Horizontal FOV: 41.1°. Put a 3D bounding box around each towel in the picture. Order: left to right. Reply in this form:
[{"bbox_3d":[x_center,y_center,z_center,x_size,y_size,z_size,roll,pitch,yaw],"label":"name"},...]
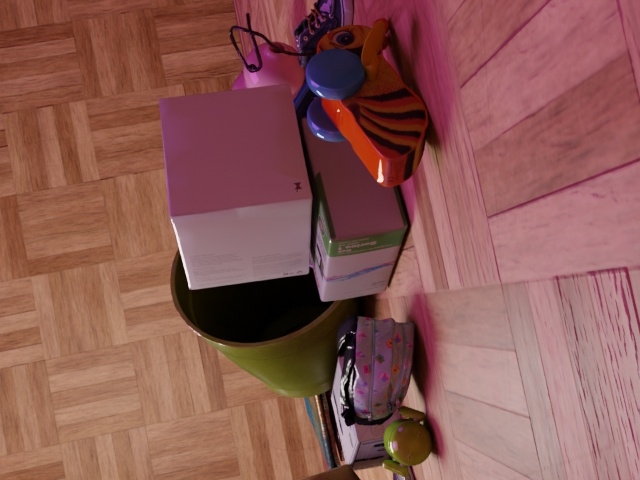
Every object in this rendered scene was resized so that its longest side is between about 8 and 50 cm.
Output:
[{"bbox_3d":[-0.011,0.388,2.130,0.370,0.040,0.272,-135,32,-77],"label":"towel"},{"bbox_3d":[0.156,0.450,1.568,0.152,0.023,0.113,85,174,-51],"label":"towel"}]

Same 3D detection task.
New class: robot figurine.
[{"bbox_3d":[0.135,0.310,1.314,0.115,0.067,0.101,122,169,-82],"label":"robot figurine"}]

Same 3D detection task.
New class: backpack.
[{"bbox_3d":[0.085,0.187,1.306,0.182,0.115,0.152,91,177,-54],"label":"backpack"}]

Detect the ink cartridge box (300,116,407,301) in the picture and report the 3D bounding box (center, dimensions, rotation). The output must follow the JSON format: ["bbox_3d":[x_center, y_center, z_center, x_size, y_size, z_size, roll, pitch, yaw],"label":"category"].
[{"bbox_3d":[0.040,-0.045,1.324,0.278,0.117,0.201,97,161,-68],"label":"ink cartridge box"}]

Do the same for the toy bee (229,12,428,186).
[{"bbox_3d":[0.046,-0.209,1.041,0.298,0.162,0.195,53,160,7],"label":"toy bee"}]

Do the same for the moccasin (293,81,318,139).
[{"bbox_3d":[-0.045,-0.136,1.543,0.342,0.116,0.138,-65,7,-1],"label":"moccasin"}]

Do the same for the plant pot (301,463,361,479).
[{"bbox_3d":[0.039,0.575,1.650,0.237,0.237,0.254,104,147,-73],"label":"plant pot"}]

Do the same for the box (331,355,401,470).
[{"bbox_3d":[0.085,0.339,1.666,0.290,0.087,0.169,95,163,-65],"label":"box"}]

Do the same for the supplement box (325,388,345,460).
[{"bbox_3d":[0.052,0.396,2.077,0.130,0.073,0.239,86,170,-48],"label":"supplement box"}]

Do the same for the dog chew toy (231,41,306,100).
[{"bbox_3d":[-0.110,-0.292,1.861,0.332,0.206,0.207,102,158,-53],"label":"dog chew toy"}]

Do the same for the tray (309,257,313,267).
[{"bbox_3d":[-0.048,-0.042,1.580,0.270,0.145,0.030,25,167,42],"label":"tray"}]

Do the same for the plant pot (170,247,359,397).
[{"bbox_3d":[-0.070,0.138,1.732,0.353,0.366,0.367,69,-177,-52],"label":"plant pot"}]

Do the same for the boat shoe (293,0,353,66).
[{"bbox_3d":[0.002,-0.340,1.316,0.183,0.083,0.065,89,168,-53],"label":"boat shoe"}]

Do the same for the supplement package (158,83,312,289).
[{"bbox_3d":[-0.126,-0.075,1.306,0.263,0.199,0.198,94,167,-64],"label":"supplement package"}]
